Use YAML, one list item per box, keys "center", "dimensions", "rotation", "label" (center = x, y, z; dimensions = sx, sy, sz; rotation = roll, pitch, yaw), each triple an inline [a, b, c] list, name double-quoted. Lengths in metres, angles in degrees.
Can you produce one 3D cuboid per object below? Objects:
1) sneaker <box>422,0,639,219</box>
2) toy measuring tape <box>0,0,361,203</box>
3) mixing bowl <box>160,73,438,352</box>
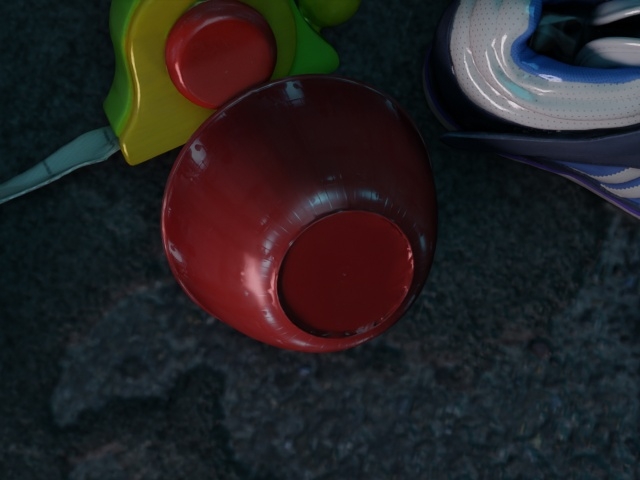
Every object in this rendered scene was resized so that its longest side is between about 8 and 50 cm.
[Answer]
- center: [0.226, -0.086, 1.115]
  dimensions: [0.323, 0.236, 0.130]
  rotation: [15, 84, -6]
  label: "sneaker"
- center: [-0.130, -0.108, 1.130]
  dimensions: [0.330, 0.121, 0.121]
  rotation: [-24, 89, -4]
  label: "toy measuring tape"
- center: [0.000, 0.000, 1.107]
  dimensions: [0.181, 0.098, 0.181]
  rotation: [-8, 118, -14]
  label: "mixing bowl"
